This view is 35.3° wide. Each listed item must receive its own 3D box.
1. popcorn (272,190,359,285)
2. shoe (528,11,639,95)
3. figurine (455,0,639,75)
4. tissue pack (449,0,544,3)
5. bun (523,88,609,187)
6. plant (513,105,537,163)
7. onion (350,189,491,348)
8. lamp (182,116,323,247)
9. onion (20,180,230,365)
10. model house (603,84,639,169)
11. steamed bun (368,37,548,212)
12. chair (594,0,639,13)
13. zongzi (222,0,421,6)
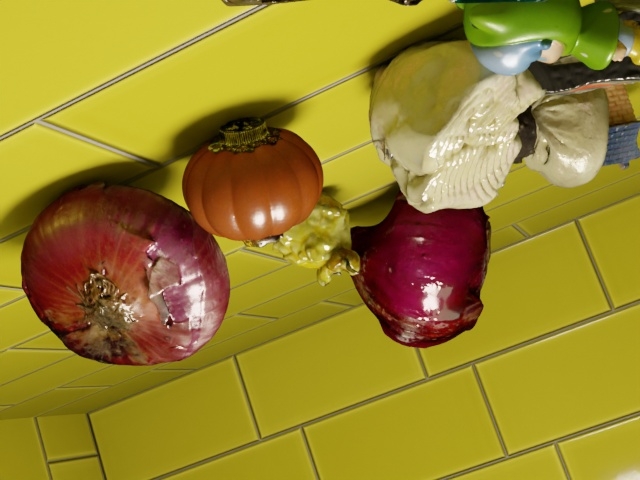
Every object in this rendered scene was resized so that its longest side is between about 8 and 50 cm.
[{"bbox_3d":[-0.009,0.002,2.062,0.168,0.195,0.173,-20,174,-34],"label":"popcorn"},{"bbox_3d":[0.484,-0.306,1.642,0.336,0.132,0.171,-13,178,14],"label":"shoe"},{"bbox_3d":[0.312,-0.292,1.353,0.263,0.162,0.143,7,123,-11],"label":"figurine"},{"bbox_3d":[0.215,-0.343,1.194,0.170,0.103,0.090,-9,164,-37],"label":"tissue pack"},{"bbox_3d":[0.431,-0.204,1.835,0.133,0.231,0.231,3,161,-14],"label":"bun"},{"bbox_3d":[0.237,-0.188,1.772,0.274,0.146,0.149,-11,153,-18],"label":"plant"},{"bbox_3d":[0.170,0.050,2.257,0.420,0.398,0.398,3,165,-1],"label":"onion"},{"bbox_3d":[-0.105,-0.089,1.567,0.223,0.196,0.223,-8,-155,4],"label":"lamp"},{"bbox_3d":[-0.312,0.040,1.676,0.347,0.347,0.285,-27,-151,29],"label":"onion"},{"bbox_3d":[0.547,-0.205,2.057,0.166,0.172,0.183,-16,167,-18],"label":"model house"},{"bbox_3d":[0.190,-0.193,1.555,0.275,0.206,0.320,-22,143,-33],"label":"steamed bun"},{"bbox_3d":[0.578,-0.368,1.436,0.319,0.160,0.186,20,119,-7],"label":"chair"},{"bbox_3d":[0.032,-0.343,0.942,0.260,0.123,0.289,-9,154,-26],"label":"zongzi"}]
